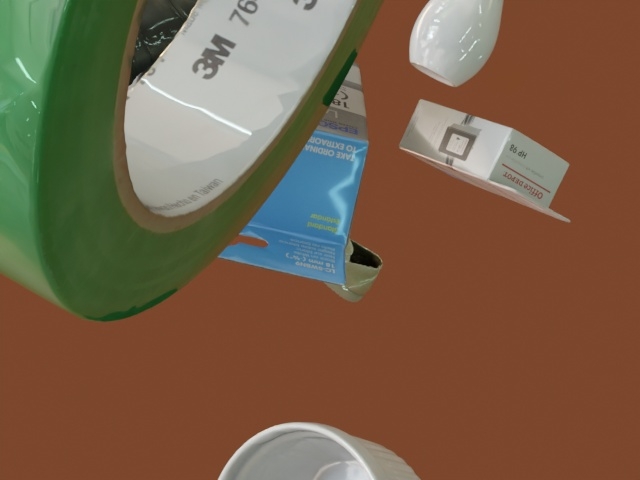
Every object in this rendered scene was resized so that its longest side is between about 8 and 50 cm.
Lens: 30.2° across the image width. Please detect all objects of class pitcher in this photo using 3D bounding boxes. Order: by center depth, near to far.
[{"bbox_3d":[0.229,-0.343,1.847,0.125,0.178,0.207,29,92,16],"label":"pitcher"}]

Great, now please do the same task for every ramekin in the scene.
[{"bbox_3d":[0.008,0.267,1.050,0.207,0.109,0.207,-10,73,37],"label":"ramekin"}]

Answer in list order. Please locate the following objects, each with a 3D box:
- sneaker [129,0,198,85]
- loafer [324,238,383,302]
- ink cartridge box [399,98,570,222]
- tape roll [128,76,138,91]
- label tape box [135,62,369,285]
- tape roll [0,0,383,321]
[{"bbox_3d":[-0.189,-0.278,1.117,0.130,0.109,0.286,-23,72,-10],"label":"sneaker"},{"bbox_3d":[0.000,0.000,1.923,0.092,0.102,0.268,-41,129,17],"label":"loafer"},{"bbox_3d":[0.181,-0.084,1.235,0.104,0.180,0.060,24,92,-41],"label":"ink cartridge box"},{"bbox_3d":[-0.360,-0.177,1.799,0.219,0.219,0.072,-10,129,0],"label":"tape roll"},{"bbox_3d":[-0.076,-0.106,1.224,0.241,0.333,0.106,12,119,-8],"label":"label tape box"},{"bbox_3d":[-0.043,-0.125,0.474,0.077,0.321,0.321,27,87,12],"label":"tape roll"}]
